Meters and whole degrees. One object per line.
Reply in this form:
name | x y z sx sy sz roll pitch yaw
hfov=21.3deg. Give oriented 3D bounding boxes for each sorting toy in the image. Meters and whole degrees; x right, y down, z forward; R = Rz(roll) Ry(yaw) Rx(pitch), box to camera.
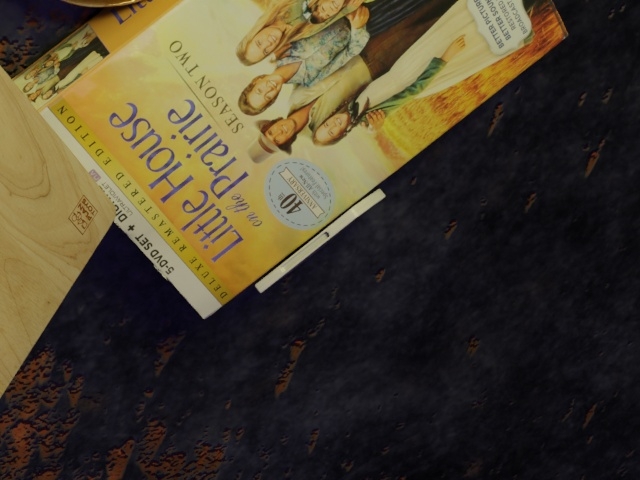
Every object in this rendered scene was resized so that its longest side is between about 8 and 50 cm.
sorting toy | -0.305 -0.004 1.244 0.255 0.089 0.257 -60 140 -23

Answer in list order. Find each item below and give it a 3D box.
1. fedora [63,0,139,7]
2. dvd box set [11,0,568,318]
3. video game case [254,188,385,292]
fedora | -0.140 -0.248 1.238 0.194 0.079 0.194 -10 121 -18
dvd box set | -0.015 -0.152 1.432 0.420 0.062 0.307 -38 137 -1
video game case | 0.000 0.000 1.547 0.122 0.011 0.087 -38 179 23
